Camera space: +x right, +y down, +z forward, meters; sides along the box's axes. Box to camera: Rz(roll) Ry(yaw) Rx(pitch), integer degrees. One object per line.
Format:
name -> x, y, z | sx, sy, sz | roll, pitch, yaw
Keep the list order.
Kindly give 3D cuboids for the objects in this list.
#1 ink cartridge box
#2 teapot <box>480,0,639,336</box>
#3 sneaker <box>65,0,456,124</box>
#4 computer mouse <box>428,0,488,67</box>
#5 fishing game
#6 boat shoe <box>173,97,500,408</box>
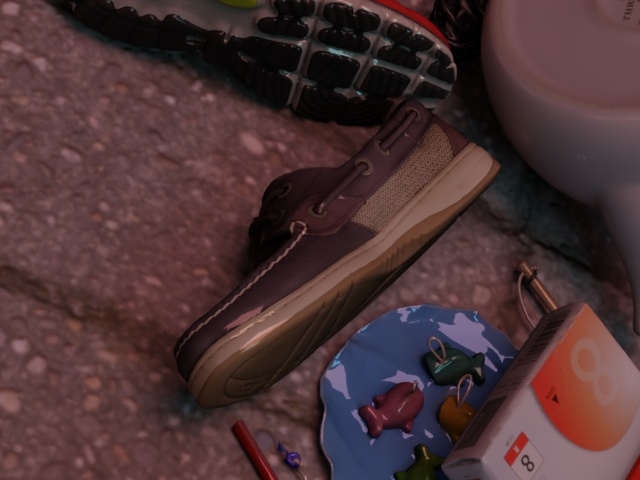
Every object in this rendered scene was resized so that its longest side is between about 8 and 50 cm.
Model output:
ink cartridge box -> 0.169, 0.150, 1.037 | 0.179, 0.045, 0.145 | 49, 52, -11
teapot -> 0.236, -0.109, 1.158 | 0.256, 0.187, 0.252 | -36, 50, -8
sneaker -> -0.031, -0.170, 1.114 | 0.279, 0.107, 0.118 | 22, 47, -16
computer mouse -> 0.030, -0.253, 1.210 | 0.272, 0.072, 0.188 | 40, 51, -16
fishing game -> 0.087, 0.121, 1.048 | 0.264, 0.041, 0.189 | -22, 73, -32
boat shoe -> 0.000, 0.000, 1.039 | 0.092, 0.103, 0.285 | 45, 51, 9
